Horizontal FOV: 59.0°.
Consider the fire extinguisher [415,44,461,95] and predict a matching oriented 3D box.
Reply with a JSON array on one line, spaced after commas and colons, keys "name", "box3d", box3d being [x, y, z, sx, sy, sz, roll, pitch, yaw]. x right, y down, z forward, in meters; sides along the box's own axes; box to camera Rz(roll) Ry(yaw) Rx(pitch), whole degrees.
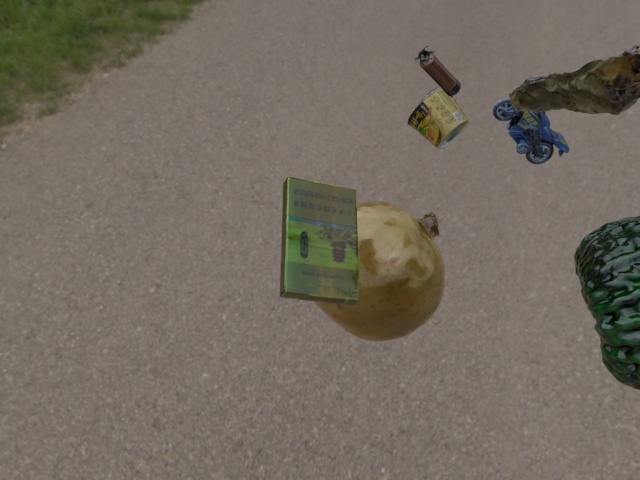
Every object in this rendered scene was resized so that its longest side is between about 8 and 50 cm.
[{"name": "fire extinguisher", "box3d": [0.147, -0.212, 0.702, 0.028, 0.083, 0.023, -16, 55, 39]}]

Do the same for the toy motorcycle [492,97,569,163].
[{"name": "toy motorcycle", "box3d": [0.575, -0.306, 1.518, 0.254, 0.135, 0.092, 41, 34, -29]}]

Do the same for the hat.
[{"name": "hat", "box3d": [0.535, 0.052, 0.766, 0.332, 0.242, 0.274, -20, 26, 25]}]

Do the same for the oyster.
[{"name": "oyster", "box3d": [0.366, -0.211, 0.779, 0.128, 0.079, 0.345, 2, 5, -6]}]

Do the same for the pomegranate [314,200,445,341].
[{"name": "pomegranate", "box3d": [0.106, 0.063, 1.161, 0.307, 0.307, 0.307, 3, 43, -3]}]

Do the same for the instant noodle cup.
[{"name": "instant noodle cup", "box3d": [0.332, -0.336, 1.575, 0.151, 0.151, 0.122, -27, 71, -30]}]

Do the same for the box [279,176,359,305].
[{"name": "box", "box3d": [0.000, 0.000, 0.880, 0.121, 0.030, 0.193, 9, 66, -19]}]
